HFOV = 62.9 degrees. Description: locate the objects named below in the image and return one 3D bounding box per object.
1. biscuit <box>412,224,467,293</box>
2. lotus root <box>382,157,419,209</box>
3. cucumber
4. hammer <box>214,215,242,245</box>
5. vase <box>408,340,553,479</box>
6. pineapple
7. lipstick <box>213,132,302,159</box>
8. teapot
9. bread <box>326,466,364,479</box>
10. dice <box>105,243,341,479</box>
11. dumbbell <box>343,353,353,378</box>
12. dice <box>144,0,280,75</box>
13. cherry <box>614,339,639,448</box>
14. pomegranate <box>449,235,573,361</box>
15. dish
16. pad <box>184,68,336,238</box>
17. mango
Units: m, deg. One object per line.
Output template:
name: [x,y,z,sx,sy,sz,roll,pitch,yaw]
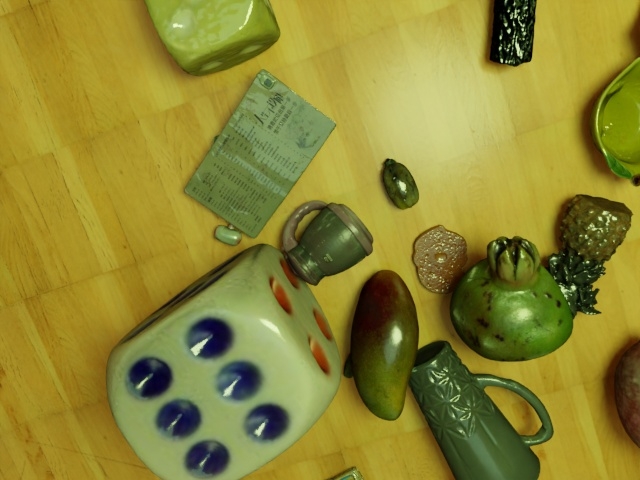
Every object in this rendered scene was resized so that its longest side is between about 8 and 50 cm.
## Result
biscuit: [0.225,0.036,0.977,0.102,0.019,0.130,-12,100,6]
lotus root: [0.141,-0.103,0.941,0.054,0.049,0.099,-25,93,9]
cucumber: [0.316,-0.436,0.854,0.072,0.072,0.300,-1,101,3]
hammer: [-0.164,-0.034,0.982,0.053,0.031,0.083,21,95,-5]
vase: [0.281,0.332,0.974,0.251,0.156,0.301,-32,92,12]
pineapple: [0.462,0.042,0.927,0.119,0.111,0.237,25,113,31]
lipstick: [-0.110,-0.171,0.942,0.158,0.048,0.048,-3,101,4]
teapot: [0.002,0.001,0.924,0.146,0.116,0.148,-40,90,-3]
bread: [0.042,0.515,1.066,0.106,0.053,0.072,-30,75,6]
dice: [-0.152,0.197,0.885,0.304,0.304,0.277,-31,97,8]
dumbbell: [0.104,0.258,1.014,0.118,0.046,0.052,19,107,0]
dice: [-0.171,-0.376,0.843,0.169,0.169,0.166,-22,100,7]
cherry: [0.618,0.273,0.924,0.192,0.175,0.249,-23,97,-2]
pomegranate: [0.308,0.112,0.872,0.159,0.241,0.190,-22,70,-9]
dish: [0.520,-0.197,0.886,0.149,0.080,0.207,-1,100,-1]
pad: [-0.110,-0.143,0.921,0.159,0.009,0.265,34,108,-9]
mango: [0.115,0.184,0.936,0.133,0.111,0.267,-5,79,45]
